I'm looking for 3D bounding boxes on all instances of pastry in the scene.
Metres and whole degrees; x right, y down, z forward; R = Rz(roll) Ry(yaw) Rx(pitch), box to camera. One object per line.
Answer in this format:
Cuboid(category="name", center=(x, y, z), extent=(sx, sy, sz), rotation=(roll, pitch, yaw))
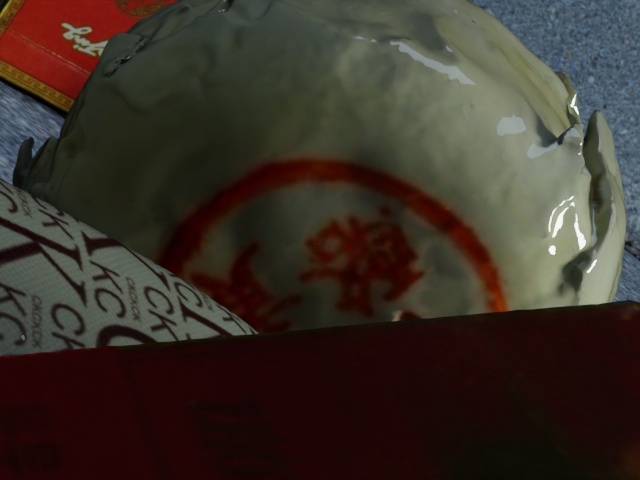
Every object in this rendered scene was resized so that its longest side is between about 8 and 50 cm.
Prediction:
Cuboid(category="pastry", center=(-0.002, 0.001, 0.811), extent=(0.265, 0.265, 0.133), rotation=(35, 27, -8))

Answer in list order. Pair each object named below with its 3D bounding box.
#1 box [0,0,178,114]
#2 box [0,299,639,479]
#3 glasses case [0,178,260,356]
Cuboid(category="box", center=(-0.120, -0.195, 1.269), extent=(0.153, 0.240, 0.074), rotation=(27, 14, -40))
Cuboid(category="box", center=(0.011, 0.101, 0.451), extent=(0.313, 0.089, 0.197), rotation=(-4, 25, -16))
Cuboid(category="glasses case", center=(-0.135, 0.035, 0.600), extent=(0.354, 0.085, 0.137), rotation=(28, 41, -30))
